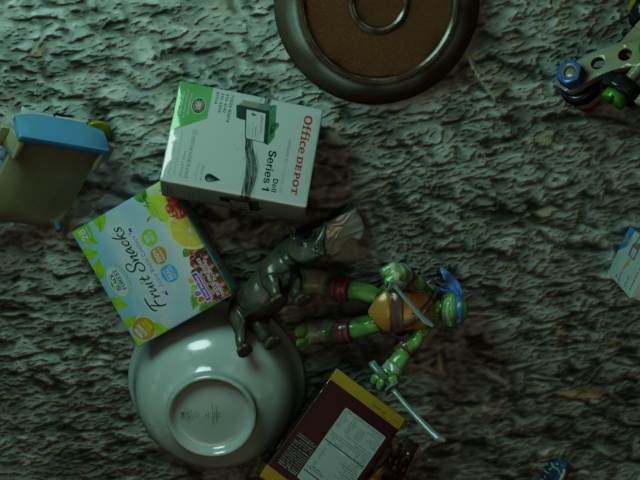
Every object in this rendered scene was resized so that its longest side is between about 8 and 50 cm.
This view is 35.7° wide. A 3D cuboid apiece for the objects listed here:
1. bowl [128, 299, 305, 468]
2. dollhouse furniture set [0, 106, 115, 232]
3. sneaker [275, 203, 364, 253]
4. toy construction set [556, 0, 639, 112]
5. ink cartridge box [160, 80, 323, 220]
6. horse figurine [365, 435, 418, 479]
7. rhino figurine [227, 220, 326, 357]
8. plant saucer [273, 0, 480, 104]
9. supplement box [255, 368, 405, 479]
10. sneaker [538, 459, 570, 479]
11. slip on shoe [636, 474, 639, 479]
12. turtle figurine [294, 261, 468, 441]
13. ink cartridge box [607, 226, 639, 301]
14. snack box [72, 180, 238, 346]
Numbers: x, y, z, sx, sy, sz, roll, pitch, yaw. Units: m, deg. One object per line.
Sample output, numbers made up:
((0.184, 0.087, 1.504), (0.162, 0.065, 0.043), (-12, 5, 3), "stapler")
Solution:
((-0.171, 0.254, 1.603), (0.297, 0.134, 0.298), (-1, 107, -2), "bowl")
((-0.506, -0.119, 1.515), (0.303, 0.198, 0.286), (6, 134, -35), "dollhouse furniture set")
((0.000, 0.000, 1.571), (0.152, 0.054, 0.061), (-25, 109, 5), "sneaker")
((0.531, -0.232, 1.446), (0.309, 0.257, 0.237), (38, 90, -32), "toy construction set")
((-0.115, -0.131, 1.476), (0.219, 0.092, 0.160), (10, 78, -5), "ink cartridge box")
((0.035, 0.386, 1.682), (0.263, 0.066, 0.175), (6, 112, -6), "horse figurine")
((-0.063, 0.062, 1.517), (0.073, 0.106, 0.243), (19, 118, -36), "rhino figurine")
((0.085, -0.352, 1.468), (0.310, 0.050, 0.311), (0, 107, -1), "plant saucer")
((0.010, 0.318, 1.527), (0.129, 0.191, 0.194), (37, 78, 2), "supplement box")
((0.409, 0.438, 1.726), (0.058, 0.052, 0.135), (11, 114, -15), "sneaker")
((0.595, 0.411, 1.721), (0.051, 0.041, 0.135), (36, 103, -12), "slip on shoe")
((0.079, 0.129, 1.519), (0.266, 0.275, 0.198), (3, 142, 20), "turtle figurine")
((0.508, 0.040, 1.561), (0.052, 0.122, 0.089), (19, 106, -8), "ink cartridge box")
((-0.255, 0.032, 1.545), (0.174, 0.070, 0.207), (-28, 92, 8), "snack box")
